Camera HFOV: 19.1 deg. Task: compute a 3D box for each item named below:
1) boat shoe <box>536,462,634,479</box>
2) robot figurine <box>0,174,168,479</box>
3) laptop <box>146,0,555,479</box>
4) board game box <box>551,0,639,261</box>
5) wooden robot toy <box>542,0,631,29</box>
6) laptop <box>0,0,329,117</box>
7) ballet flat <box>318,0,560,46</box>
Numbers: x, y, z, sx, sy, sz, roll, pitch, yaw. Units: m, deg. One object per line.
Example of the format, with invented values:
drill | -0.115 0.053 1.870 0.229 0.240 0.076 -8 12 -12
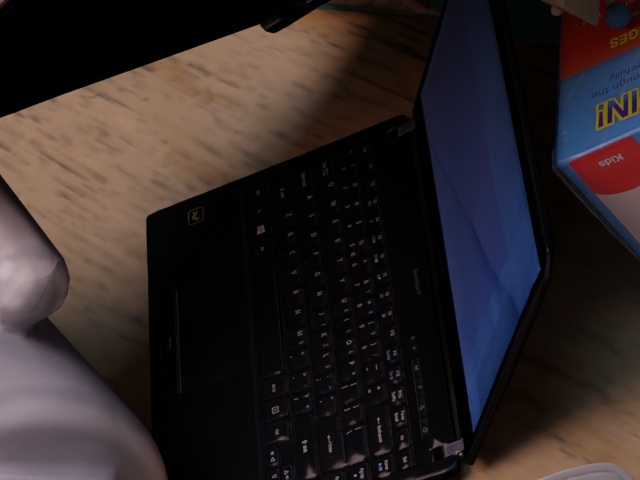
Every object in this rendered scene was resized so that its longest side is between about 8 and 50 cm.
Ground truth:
boat shoe | 0.086 0.140 0.848 0.125 0.038 0.046 -38 88 3
robot figurine | -0.210 0.107 0.948 0.353 0.200 0.300 41 110 44
laptop | 0.000 0.000 0.940 0.264 0.136 0.234 -20 48 18
board game box | 0.261 -0.169 0.872 0.308 0.086 0.302 -24 39 31
wooden robot toy | 0.109 -0.162 0.876 0.079 0.076 0.173 -4 51 38
laptop | -0.034 -0.225 0.860 0.382 0.236 0.408 -19 59 62
ballet flat | 0.066 -0.166 1.067 0.241 0.091 0.077 16 42 35
